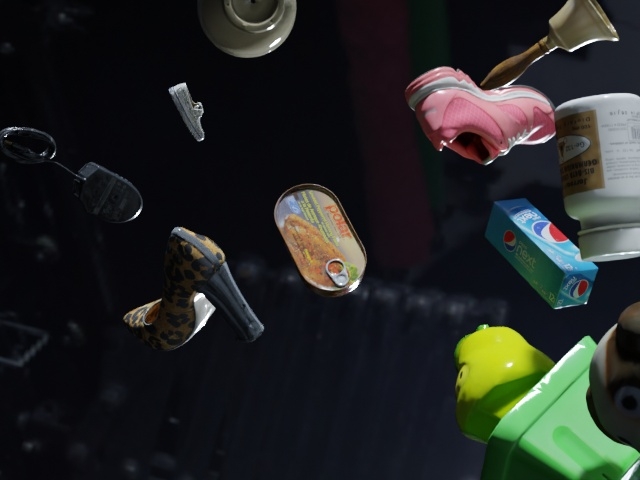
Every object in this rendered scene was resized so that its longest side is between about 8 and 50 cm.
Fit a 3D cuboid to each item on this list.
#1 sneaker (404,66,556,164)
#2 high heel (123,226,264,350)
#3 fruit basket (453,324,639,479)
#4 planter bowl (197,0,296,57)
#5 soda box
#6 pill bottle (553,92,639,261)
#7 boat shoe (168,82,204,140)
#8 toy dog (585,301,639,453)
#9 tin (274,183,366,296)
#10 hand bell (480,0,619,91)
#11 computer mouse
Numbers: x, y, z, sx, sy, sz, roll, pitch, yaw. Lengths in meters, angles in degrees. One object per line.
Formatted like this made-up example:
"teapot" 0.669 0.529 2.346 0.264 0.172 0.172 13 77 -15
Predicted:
"sneaker" 0.267 -0.174 2.099 0.313 0.116 0.136 7 -122 -37
"high heel" -0.211 0.057 1.773 0.093 0.261 0.186 -54 -55 -37
"fruit basket" 0.297 0.291 1.941 0.283 0.392 0.392 -38 -45 -31
"planter bowl" -0.111 -0.374 2.081 0.109 0.162 0.162 -156 75 -79
"soda box" 0.350 0.018 2.096 0.067 0.210 0.071 -7 -53 -27
"pill bottle" 0.416 -0.089 1.909 0.131 0.131 0.229 10 -107 -65
"boat shoe" -0.199 -0.201 2.043 0.035 0.035 0.100 -107 -8 -62
"toy dog" 0.541 0.168 1.639 0.285 0.407 0.395 106 155 -57
"tin" 0.000 0.000 2.011 0.040 0.106 0.190 82 164 -65
"hand bell" 0.381 -0.333 2.279 0.126 0.242 0.126 47 -159 -25
"computer mouse" -0.362 -0.097 1.899 0.242 0.041 0.071 33 -92 -29
